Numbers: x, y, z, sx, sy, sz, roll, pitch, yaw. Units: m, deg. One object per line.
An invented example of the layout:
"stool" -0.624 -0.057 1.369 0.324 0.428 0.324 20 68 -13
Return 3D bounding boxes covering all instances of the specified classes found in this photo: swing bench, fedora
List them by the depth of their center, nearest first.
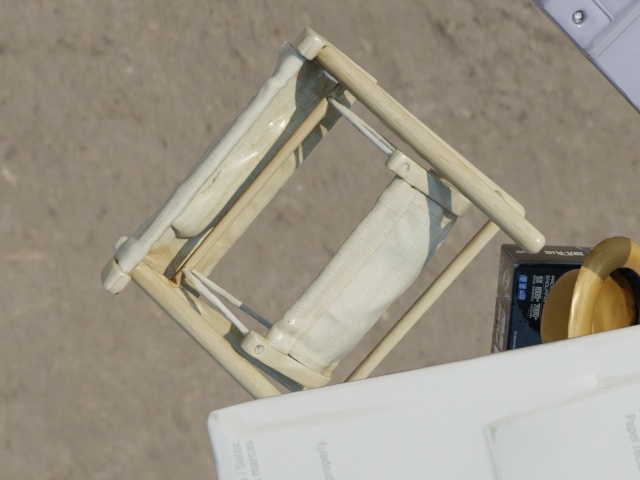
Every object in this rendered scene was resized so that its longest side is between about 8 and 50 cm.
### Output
"swing bench" 0.000 0.000 1.288 0.254 0.165 0.253 41 97 -6
"fedora" 0.286 0.091 1.660 0.079 0.194 0.194 5 149 44

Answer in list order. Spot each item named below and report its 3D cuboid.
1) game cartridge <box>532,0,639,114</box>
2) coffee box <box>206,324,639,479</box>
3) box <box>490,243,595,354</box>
"game cartridge" 0.374 -0.173 1.368 0.230 0.068 0.355 -43 116 13
"coffee box" 0.163 0.229 0.909 0.338 0.338 0.334 -13 171 7
"box" 0.274 0.101 1.792 0.147 0.077 0.180 3 105 -7
